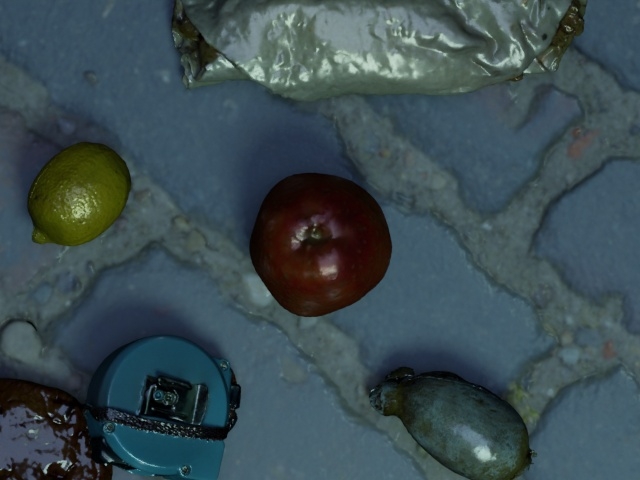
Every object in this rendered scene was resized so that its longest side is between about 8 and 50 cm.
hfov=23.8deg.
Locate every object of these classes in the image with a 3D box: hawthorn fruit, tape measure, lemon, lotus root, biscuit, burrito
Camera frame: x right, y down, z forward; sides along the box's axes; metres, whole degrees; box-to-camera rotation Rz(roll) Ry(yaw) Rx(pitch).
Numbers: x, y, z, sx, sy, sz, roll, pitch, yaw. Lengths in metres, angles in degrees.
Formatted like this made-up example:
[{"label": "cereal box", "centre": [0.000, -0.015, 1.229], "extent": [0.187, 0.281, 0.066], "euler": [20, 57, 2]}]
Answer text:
[{"label": "hawthorn fruit", "centre": [0.000, 0.000, 1.369], "extent": [0.132, 0.138, 0.133], "euler": [0, 91, -4]}, {"label": "tape measure", "centre": [-0.144, 0.150, 1.369], "extent": [0.146, 0.081, 0.125], "euler": [15, 75, -22]}, {"label": "lemon", "centre": [-0.221, -0.039, 1.372], "extent": [0.082, 0.082, 0.111], "euler": [44, 76, -3]}, {"label": "lotus root", "centre": [0.125, 0.168, 1.409], "extent": [0.165, 0.088, 0.088], "euler": [31, 84, 5]}, {"label": "biscuit", "centre": [-0.283, 0.214, 1.368], "extent": [0.192, 0.049, 0.192], "euler": [1, 82, -9]}, {"label": "burrito", "centre": [0.058, -0.190, 1.418], "extent": [0.392, 0.076, 0.117], "euler": [-2, 94, -5]}]
